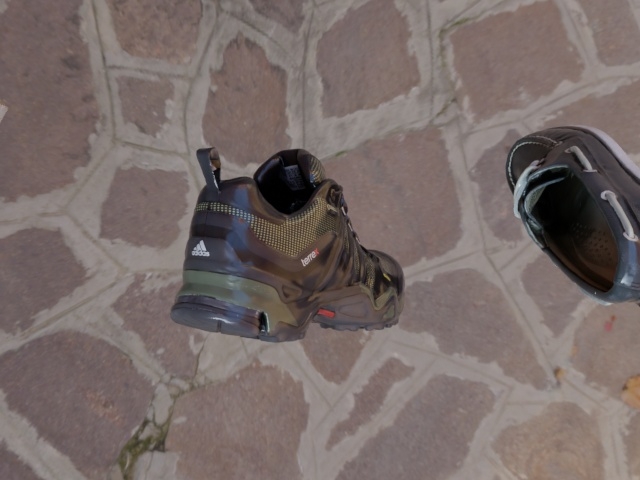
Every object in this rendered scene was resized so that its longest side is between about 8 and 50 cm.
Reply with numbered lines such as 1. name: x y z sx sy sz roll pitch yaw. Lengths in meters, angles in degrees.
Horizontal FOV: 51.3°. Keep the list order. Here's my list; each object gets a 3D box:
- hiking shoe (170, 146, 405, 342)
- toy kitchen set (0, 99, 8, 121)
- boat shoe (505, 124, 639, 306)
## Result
1. hiking shoe: 0.000 0.000 0.435 0.086 0.227 0.114 7 93 28
2. toy kitchen set: -0.238 -0.063 0.388 0.068 0.075 0.083 30 88 -33
3. boat shoe: 0.231 -0.037 0.610 0.091 0.302 0.114 0 111 -11
